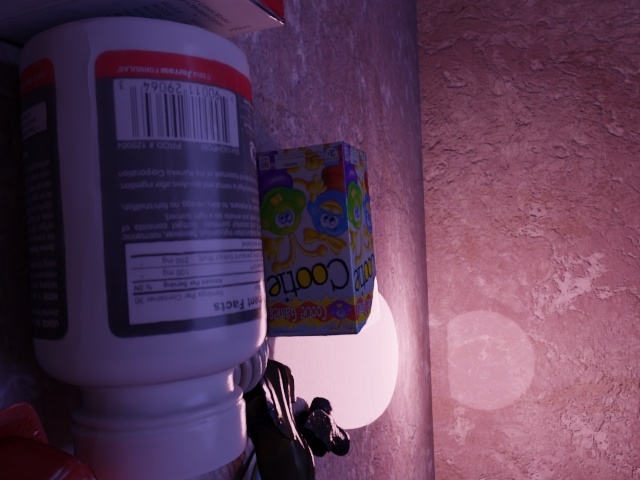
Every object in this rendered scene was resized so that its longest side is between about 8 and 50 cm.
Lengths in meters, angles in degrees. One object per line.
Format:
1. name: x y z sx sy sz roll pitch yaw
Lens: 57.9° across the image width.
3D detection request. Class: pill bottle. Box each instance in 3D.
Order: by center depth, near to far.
1. pill bottle: -0.133 0.011 0.457 0.176 0.176 0.319 1 85 -71

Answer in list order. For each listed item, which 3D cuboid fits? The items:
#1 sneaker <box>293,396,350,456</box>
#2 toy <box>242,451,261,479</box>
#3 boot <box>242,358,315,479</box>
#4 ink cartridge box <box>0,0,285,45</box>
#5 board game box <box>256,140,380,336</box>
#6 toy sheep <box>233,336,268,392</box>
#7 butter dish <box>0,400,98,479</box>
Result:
1. sneaker: 0.003 0.336 0.984 0.089 0.051 0.170 -68 143 -52
2. toy: -0.062 0.358 0.777 0.237 0.056 0.137 -54 137 -62
3. boot: -0.072 0.242 0.719 0.106 0.082 0.219 43 24 -49
4. ink cartridge box: -0.120 -0.315 0.423 0.130 0.271 0.309 -6 92 -71
5. board game box: 0.000 0.000 0.901 0.144 0.142 0.275 -5 91 -71
6. toy sheep: -0.102 0.137 0.666 0.132 0.091 0.091 -36 119 -62
7. butter dish: -0.165 0.194 0.322 0.160 0.118 0.160 -47 130 -67
